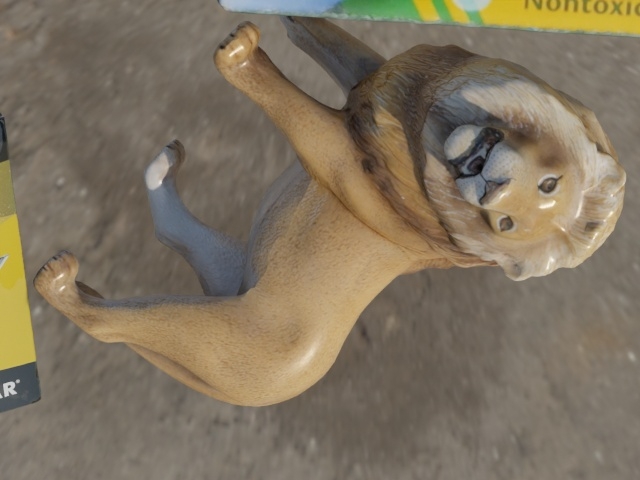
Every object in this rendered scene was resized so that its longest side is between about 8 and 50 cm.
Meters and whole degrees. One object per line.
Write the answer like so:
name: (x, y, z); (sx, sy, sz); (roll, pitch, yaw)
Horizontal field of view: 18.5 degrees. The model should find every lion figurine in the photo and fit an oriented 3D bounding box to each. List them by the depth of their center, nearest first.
lion figurine: (0.000, 0.000, 1.220); (0.240, 0.142, 0.392); (44, 131, 1)

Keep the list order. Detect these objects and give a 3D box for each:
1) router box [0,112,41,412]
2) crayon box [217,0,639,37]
router box: (-0.372, 0.040, 1.439); (0.309, 0.081, 0.243); (-16, 118, -23)
crayon box: (0.082, -0.218, 0.517); (0.203, 0.083, 0.323); (4, 104, 7)
